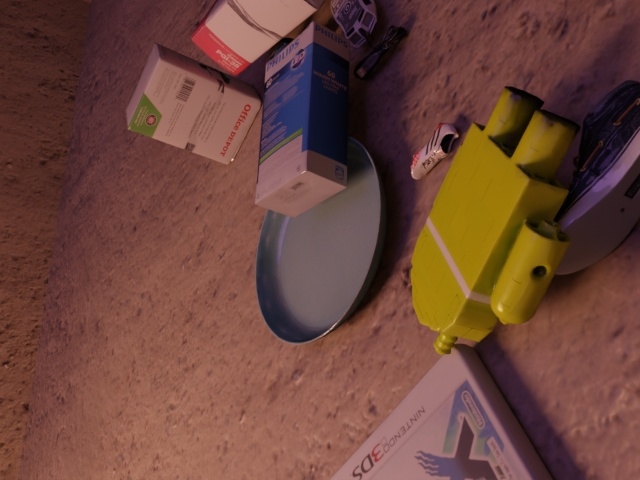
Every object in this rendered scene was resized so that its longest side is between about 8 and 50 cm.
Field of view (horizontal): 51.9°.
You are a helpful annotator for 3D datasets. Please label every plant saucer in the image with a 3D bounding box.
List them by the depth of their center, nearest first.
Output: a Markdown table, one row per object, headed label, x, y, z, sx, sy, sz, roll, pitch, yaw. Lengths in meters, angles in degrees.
| label | x | y | z | sx | sy | sz | roll | pitch | yaw |
| --- | --- | --- | --- | --- | --- | --- | --- | --- | --- |
| plant saucer | 0.000 | 0.000 | 0.982 | 0.318 | 0.044 | 0.317 | -28 | 54 | 47 |

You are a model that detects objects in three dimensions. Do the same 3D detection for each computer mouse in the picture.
| label | x | y | z | sx | sy | sz | roll | pitch | yaw |
| --- | --- | --- | --- | --- | --- | --- | --- | --- | --- |
| computer mouse | 0.069 | -0.341 | 1.028 | 0.106 | 0.042 | 0.193 | -50 | 45 | 39 |

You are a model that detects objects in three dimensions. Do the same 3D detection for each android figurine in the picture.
| label | x | y | z | sx | sy | sz | roll | pitch | yaw |
| --- | --- | --- | --- | --- | --- | --- | --- | --- | --- |
| android figurine | 0.164 | -0.012 | 0.669 | 0.248 | 0.056 | 0.272 | -103 | 30 | -64 |

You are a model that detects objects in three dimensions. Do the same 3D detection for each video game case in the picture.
| label | x | y | z | sx | sy | sz | roll | pitch | yaw |
| --- | --- | --- | --- | --- | --- | --- | --- | --- | --- |
| video game case | 0.126 | 0.323 | 0.662 | 0.300 | 0.036 | 0.329 | -55 | 38 | 27 |

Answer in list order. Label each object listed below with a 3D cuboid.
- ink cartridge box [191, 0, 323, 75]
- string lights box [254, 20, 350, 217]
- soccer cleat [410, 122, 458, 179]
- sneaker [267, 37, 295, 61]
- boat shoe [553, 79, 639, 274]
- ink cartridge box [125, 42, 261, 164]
| label | x | y | z | sx | sy | sz | roll | pitch | yaw |
| --- | --- | --- | --- | --- | --- | --- | --- | --- | --- |
| ink cartridge box | -0.086 | -0.450 | 1.177 | 0.283 | 0.117 | 0.207 | -17 | 41 | 53 |
| string lights box | -0.026 | -0.181 | 0.990 | 0.133 | 0.077 | 0.259 | -26 | 53 | 48 |
| soccer cleat | 0.143 | -0.110 | 0.828 | 0.083 | 0.029 | 0.035 | -56 | 33 | 19 |
| sneaker | -0.046 | -0.346 | 1.182 | 0.152 | 0.058 | 0.084 | -45 | 51 | 47 |
| boat shoe | 0.259 | -0.057 | 0.609 | 0.183 | 0.065 | 0.083 | -56 | 28 | 22 |
| ink cartridge box | -0.253 | -0.268 | 1.313 | 0.160 | 0.219 | 0.092 | -57 | 33 | 23 |
